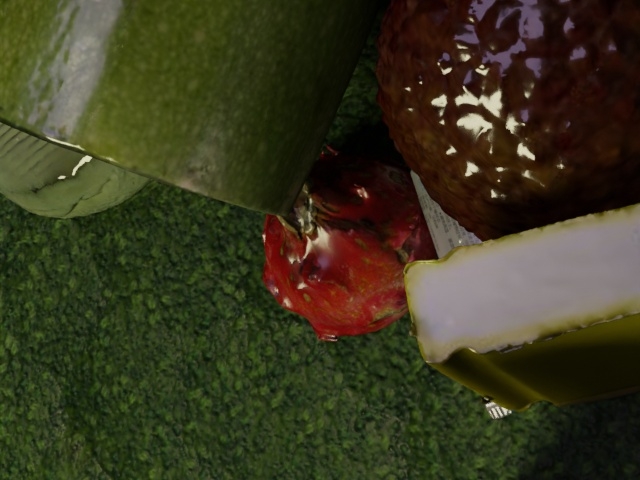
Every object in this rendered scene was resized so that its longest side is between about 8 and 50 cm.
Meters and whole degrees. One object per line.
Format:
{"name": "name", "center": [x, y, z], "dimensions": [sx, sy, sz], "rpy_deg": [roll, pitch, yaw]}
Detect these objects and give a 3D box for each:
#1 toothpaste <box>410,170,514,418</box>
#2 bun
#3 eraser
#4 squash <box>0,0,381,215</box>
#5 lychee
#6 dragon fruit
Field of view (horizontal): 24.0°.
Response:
{"name": "toothpaste", "center": [0.118, 0.006, 1.088], "dimensions": [0.089, 0.057, 0.234], "rpy_deg": [-27, 75, 25]}
{"name": "bun", "center": [-0.188, -0.120, 1.276], "dimensions": [0.221, 0.108, 0.221], "rpy_deg": [-14, 67, 35]}
{"name": "eraser", "center": [0.156, 0.051, 0.941], "dimensions": [0.158, 0.226, 0.069], "rpy_deg": [-17, 70, 17]}
{"name": "squash", "center": [-0.069, -0.232, 1.006], "dimensions": [0.263, 0.263, 0.384], "rpy_deg": [24, 95, 34]}
{"name": "lychee", "center": [0.158, -0.113, 0.964], "dimensions": [0.261, 0.260, 0.260], "rpy_deg": [-6, 78, 32]}
{"name": "dragon fruit", "center": [0.000, 0.000, 1.130], "dimensions": [0.153, 0.111, 0.153], "rpy_deg": [-8, 77, 36]}
